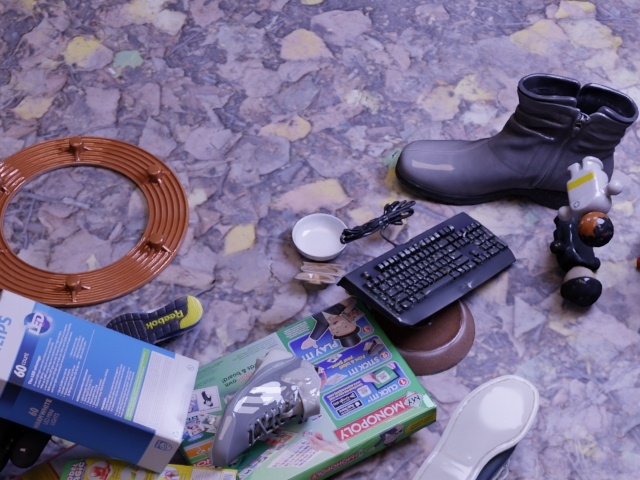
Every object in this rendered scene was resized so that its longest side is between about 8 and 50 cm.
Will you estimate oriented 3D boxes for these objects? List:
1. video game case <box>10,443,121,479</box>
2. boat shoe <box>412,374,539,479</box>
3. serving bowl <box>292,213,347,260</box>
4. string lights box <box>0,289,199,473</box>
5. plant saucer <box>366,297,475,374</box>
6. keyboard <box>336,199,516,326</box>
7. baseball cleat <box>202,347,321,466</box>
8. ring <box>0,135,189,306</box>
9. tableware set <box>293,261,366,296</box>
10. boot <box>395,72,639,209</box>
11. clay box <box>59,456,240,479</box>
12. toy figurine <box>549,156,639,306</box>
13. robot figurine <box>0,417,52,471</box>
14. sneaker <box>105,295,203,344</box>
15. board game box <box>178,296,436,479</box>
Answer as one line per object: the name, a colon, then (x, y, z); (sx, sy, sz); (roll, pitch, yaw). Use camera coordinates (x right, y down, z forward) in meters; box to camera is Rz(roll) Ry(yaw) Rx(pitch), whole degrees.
video game case: (-0.315, 0.362, 1.695); (0.285, 0.025, 0.204); (-28, 56, -23)
boat shoe: (0.195, 0.279, 1.746); (0.095, 0.079, 0.254); (28, 57, 17)
serving bowl: (0.000, 0.000, 2.009); (0.083, 0.027, 0.083); (0, 50, -1)
string lights box: (-0.289, 0.171, 1.658); (0.260, 0.077, 0.133); (22, 43, -11)
plant saucer: (0.135, 0.113, 1.917); (0.168, 0.029, 0.168); (1, 51, -1)
keyboard: (0.131, 0.015, 1.926); (0.201, 0.033, 0.317); (33, 33, 23)
baseball cleat: (-0.062, 0.212, 1.711); (0.109, 0.072, 0.206); (16, 44, 15)
ring: (-0.365, -0.041, 2.031); (0.337, 0.032, 0.336); (1, 50, -1)
tableware set: (0.035, 0.052, 1.914); (0.141, 0.020, 0.168); (7, 12, 6)
boot: (0.286, -0.161, 2.026); (0.338, 0.222, 0.118); (3, 50, 1)
clay box: (-0.216, 0.336, 1.658); (0.222, 0.053, 0.127); (3, 50, 12)
toy figurine: (0.435, -0.010, 1.914); (0.213, 0.209, 0.148); (0, 55, -1)
robot figurine: (-0.450, 0.206, 1.732); (0.209, 0.173, 0.278); (-20, 34, 42)
sneaker: (-0.228, 0.119, 1.891); (0.144, 0.059, 0.053); (-15, 82, 5)
board game box: (-0.037, 0.219, 1.796); (0.317, 0.046, 0.213); (-24, 55, -15)
